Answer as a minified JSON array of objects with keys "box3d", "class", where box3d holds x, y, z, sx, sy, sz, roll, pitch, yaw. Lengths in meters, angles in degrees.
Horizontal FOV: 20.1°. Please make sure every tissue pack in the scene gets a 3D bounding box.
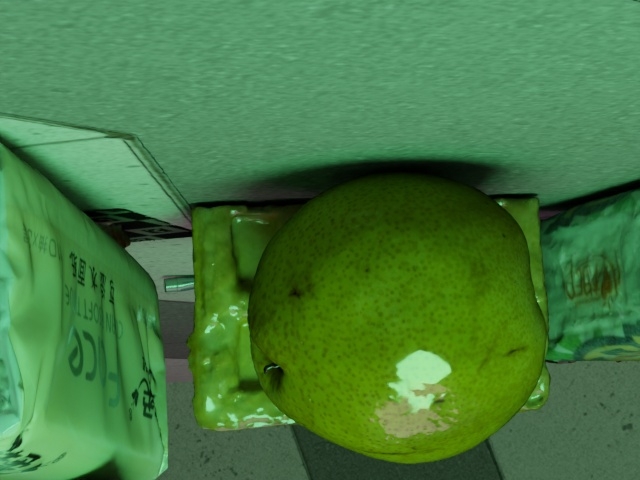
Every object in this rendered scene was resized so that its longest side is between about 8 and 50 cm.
[{"box3d":[-0.304,0.074,1.219,0.331,0.205,0.405,-5,169,7],"class":"tissue pack"},{"box3d":[0.339,0.029,1.397,0.310,0.128,0.228,1,170,-24],"class":"tissue pack"}]

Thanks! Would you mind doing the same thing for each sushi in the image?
[{"box3d":[-0.221,0.013,1.463,0.210,0.040,0.192,-4,172,17],"class":"sushi"}]

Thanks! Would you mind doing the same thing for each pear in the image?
[{"box3d":[0.048,0.051,1.232,0.208,0.209,0.209,-2,173,0],"class":"pear"}]

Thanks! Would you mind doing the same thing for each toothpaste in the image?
[{"box3d":[-0.117,0.042,1.824,0.083,0.015,0.024,-6,173,-14],"class":"toothpaste"}]

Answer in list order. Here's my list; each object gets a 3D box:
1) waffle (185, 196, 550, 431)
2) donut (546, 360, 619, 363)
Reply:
[{"box3d":[0.034,0.053,1.365,0.274,0.168,0.057,-3,179,-5],"class":"waffle"},{"box3d":[0.328,0.077,1.898,0.230,0.096,0.216,-3,170,8],"class":"donut"}]
